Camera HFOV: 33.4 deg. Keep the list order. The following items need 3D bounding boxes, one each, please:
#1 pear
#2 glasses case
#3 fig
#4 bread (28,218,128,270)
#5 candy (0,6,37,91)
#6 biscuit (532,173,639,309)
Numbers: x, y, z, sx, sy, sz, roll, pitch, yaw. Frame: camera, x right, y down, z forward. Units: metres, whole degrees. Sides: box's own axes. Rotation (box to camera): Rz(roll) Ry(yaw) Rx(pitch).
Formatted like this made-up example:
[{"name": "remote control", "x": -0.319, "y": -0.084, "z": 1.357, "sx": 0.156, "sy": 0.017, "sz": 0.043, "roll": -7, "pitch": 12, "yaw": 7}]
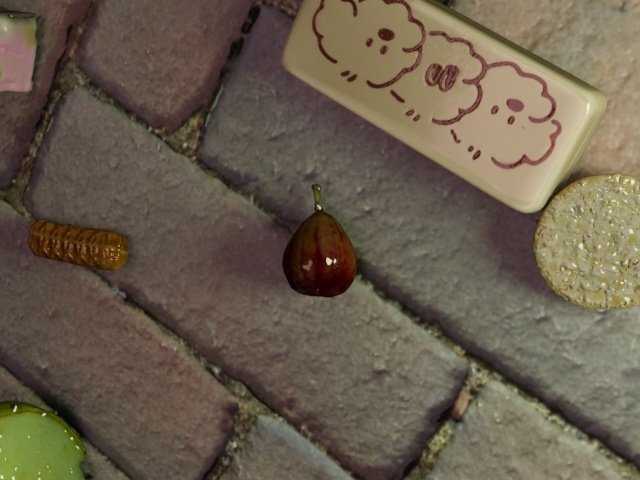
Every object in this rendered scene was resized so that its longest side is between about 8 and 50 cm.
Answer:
[{"name": "pear", "x": -0.451, "y": 0.368, "z": 1.472, "sx": 0.292, "sy": 0.159, "sz": 0.293, "roll": 3, "pitch": 96, "yaw": 30}, {"name": "glasses case", "x": 0.122, "y": -0.168, "z": 1.122, "sx": 0.336, "sy": 0.076, "sz": 0.144, "roll": 33, "pitch": 112, "yaw": 20}, {"name": "fig", "x": 0.000, "y": 0.000, "z": 1.223, "sx": 0.088, "sy": 0.089, "sz": 0.125, "roll": -7, "pitch": 67, "yaw": 29}, {"name": "bread", "x": -0.321, "y": 0.006, "z": 1.407, "sx": 0.157, "sy": 0.044, "sz": 0.052, "roll": 10, "pitch": 96, "yaw": 26}, {"name": "candy", "x": -0.495, "y": -0.248, "z": 1.338, "sx": 0.155, "sy": 0.265, "sz": 0.116, "roll": 18, "pitch": 110, "yaw": 25}, {"name": "biscuit", "x": 0.288, "y": 0.002, "z": 1.070, "sx": 0.152, "sy": 0.020, "sz": 0.152, "roll": 4, "pitch": 111, "yaw": 11}]
